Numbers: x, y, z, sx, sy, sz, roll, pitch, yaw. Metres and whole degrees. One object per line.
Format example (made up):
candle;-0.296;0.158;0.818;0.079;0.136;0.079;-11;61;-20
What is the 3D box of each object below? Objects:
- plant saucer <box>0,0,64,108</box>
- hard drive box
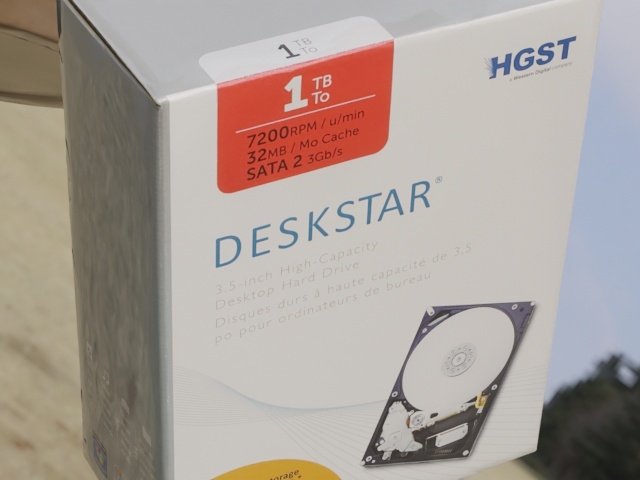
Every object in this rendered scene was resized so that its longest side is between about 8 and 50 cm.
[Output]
plant saucer;-0.200;-0.117;0.981;0.278;0.041;0.278;11;-7;1
hard drive box;0.000;0.000;0.719;0.089;0.181;0.232;49;-32;44
